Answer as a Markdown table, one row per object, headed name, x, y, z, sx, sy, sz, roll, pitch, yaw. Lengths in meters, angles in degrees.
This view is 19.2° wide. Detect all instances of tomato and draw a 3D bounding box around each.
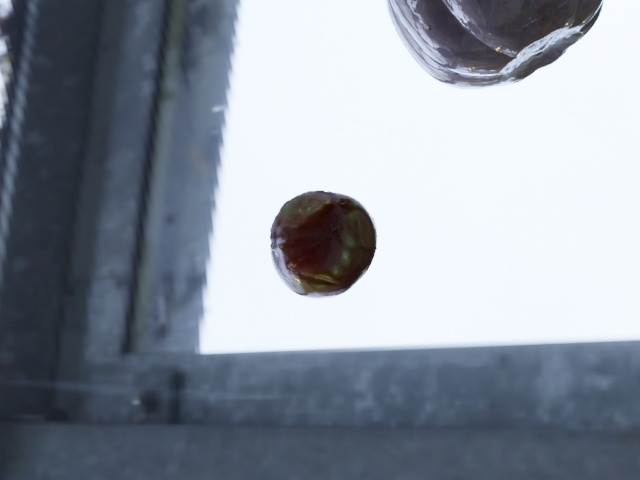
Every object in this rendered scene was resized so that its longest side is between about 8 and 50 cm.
| name | x | y | z | sx | sy | sz | roll | pitch | yaw |
| --- | --- | --- | --- | --- | --- | --- | --- | --- | --- |
| tomato | 0.000 | 0.000 | 1.464 | 0.075 | 0.087 | 0.087 | 44 | -121 | -39 |

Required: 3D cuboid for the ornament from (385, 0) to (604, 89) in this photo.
| name | x | y | z | sx | sy | sz | roll | pitch | yaw |
| --- | --- | --- | --- | --- | --- | --- | --- | --- | --- |
| ornament | 0.133 | -0.211 | 1.490 | 0.177 | 0.177 | 0.177 | 5 | -97 | -41 |
